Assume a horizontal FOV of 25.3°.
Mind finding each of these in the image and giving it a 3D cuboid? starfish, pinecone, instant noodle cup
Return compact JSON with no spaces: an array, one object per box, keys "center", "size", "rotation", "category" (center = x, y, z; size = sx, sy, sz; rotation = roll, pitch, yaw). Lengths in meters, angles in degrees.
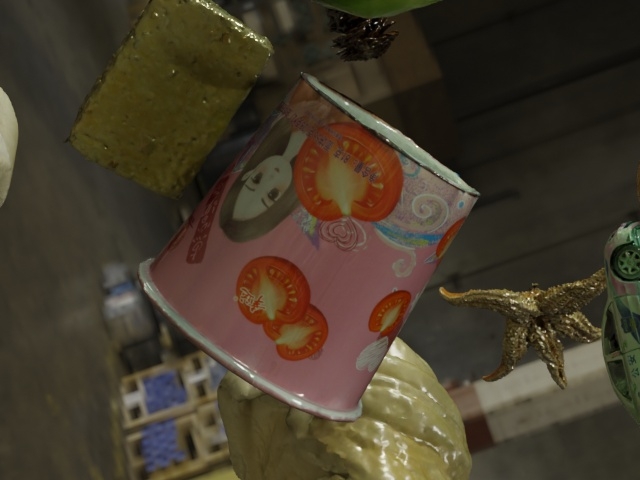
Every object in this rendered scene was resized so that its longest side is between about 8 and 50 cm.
[{"center":[0.355,0.124,2.182],"size":[0.293,0.301,0.084],"rotation":[66,10,-51],"category":"starfish"},{"center":[0.043,-0.233,1.534],"size":[0.077,0.077,0.083],"rotation":[-62,133,-87],"category":"pinecone"},{"center":[0.000,0.000,1.263],"size":[0.243,0.231,0.243],"rotation":[34,9,-6],"category":"instant noodle cup"}]

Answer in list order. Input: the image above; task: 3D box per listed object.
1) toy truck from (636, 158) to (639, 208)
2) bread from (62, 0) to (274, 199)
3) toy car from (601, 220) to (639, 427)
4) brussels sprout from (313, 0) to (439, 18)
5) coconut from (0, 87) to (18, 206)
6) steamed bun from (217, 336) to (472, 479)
[{"center":[0.474,-0.059,1.443],"size":[0.211,0.288,0.204],"rotation":[-107,-159,-51],"category":"toy truck"},{"center":[-0.147,-0.150,1.403],"size":[0.138,0.196,0.102],"rotation":[32,8,-4],"category":"bread"},{"center":[0.321,0.094,1.420],"size":[0.090,0.076,0.224],"rotation":[-10,85,-60],"category":"toy car"},{"center":[0.055,-0.308,1.260],"size":[0.244,0.244,0.244],"rotation":[-19,90,-88],"category":"brussels sprout"},{"center":[-0.492,-0.125,1.854],"size":[0.222,0.202,0.202],"rotation":[-107,177,-56],"category":"coconut"},{"center":[0.053,0.272,1.671],"size":[0.372,0.230,0.325],"rotation":[52,-34,12],"category":"steamed bun"}]
